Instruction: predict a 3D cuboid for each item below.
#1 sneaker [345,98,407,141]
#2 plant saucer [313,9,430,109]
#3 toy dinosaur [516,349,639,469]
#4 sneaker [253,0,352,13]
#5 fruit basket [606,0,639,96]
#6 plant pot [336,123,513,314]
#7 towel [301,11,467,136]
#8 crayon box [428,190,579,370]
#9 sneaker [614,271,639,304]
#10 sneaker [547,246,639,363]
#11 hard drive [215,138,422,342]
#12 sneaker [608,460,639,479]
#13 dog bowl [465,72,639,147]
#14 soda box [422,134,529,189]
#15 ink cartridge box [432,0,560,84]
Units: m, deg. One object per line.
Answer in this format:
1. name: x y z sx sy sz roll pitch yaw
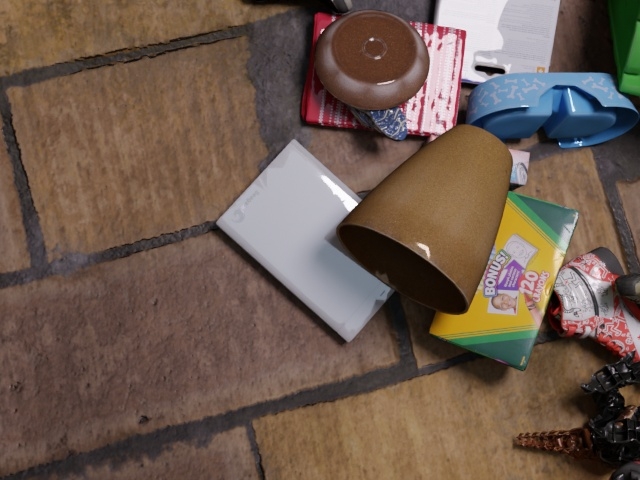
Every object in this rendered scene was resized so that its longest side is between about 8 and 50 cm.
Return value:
1. sneaker: 0.093 -0.215 1.123 0.135 0.058 0.052 44 75 9
2. plant saucer: 0.088 -0.314 1.105 0.199 0.036 0.198 1 70 -2
3. toy dinosaur: 0.510 0.328 1.104 0.322 0.218 0.164 -24 46 -4
4. sneaker: -0.052 -0.441 1.155 0.222 0.083 0.118 43 89 18
5. fruit basket: 0.677 -0.399 1.049 0.393 0.282 0.391 -5 48 5
6. plant pot: 0.192 -0.051 1.049 0.237 0.237 0.254 36 74 -1
7. towel: 0.111 -0.291 1.165 0.275 0.031 0.198 6 93 -1
8. crayon box: 0.312 0.062 1.121 0.166 0.081 0.278 19 84 21
9. sneaker: 0.655 0.165 1.085 0.411 0.158 0.181 21 75 -18
10. sneaker: 0.494 0.159 1.154 0.145 0.090 0.270 -26 85 -5
11. hard drive: 0.000 0.000 1.148 0.307 0.040 0.203 42 83 -1
12. sneaker: 0.549 0.434 1.090 0.135 0.098 0.276 -38 127 -18
13. dog bowl: 0.393 -0.227 1.143 0.298 0.166 0.074 -2 75 -5
14. soda box: 0.272 -0.138 1.172 0.183 0.058 0.062 9 85 -3
15. ink cartridge box: 0.315 -0.390 1.197 0.224 0.045 0.223 8 94 -4
